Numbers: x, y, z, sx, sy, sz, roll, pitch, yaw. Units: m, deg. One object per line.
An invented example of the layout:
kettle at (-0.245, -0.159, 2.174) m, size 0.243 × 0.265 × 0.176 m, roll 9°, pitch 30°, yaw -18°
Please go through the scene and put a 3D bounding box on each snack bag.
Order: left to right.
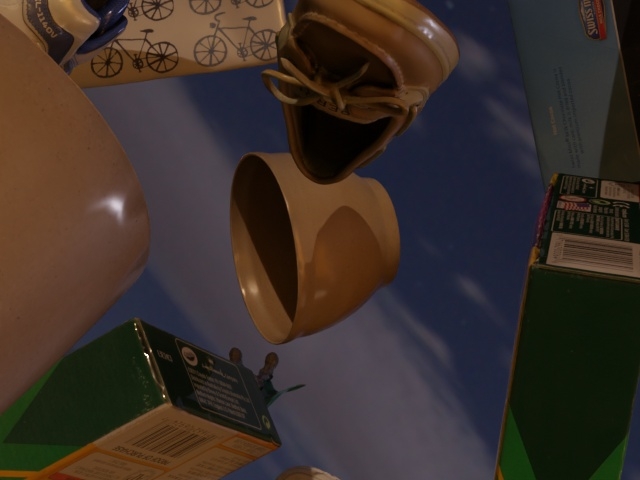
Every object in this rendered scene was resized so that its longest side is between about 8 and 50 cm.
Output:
snack bag at (-0.200, -0.322, 1.378) m, size 0.037 × 0.323 × 0.342 m, roll -22°, pitch 106°, yaw -81°

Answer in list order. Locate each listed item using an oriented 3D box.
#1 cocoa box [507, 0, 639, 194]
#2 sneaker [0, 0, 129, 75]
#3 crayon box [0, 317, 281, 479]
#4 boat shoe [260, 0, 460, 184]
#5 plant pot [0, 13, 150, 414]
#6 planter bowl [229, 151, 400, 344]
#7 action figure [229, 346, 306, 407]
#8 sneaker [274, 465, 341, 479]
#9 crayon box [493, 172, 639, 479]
cocoa box at (0.385, -0.148, 1.606) m, size 0.228 × 0.231 × 0.347 m, roll -9°, pitch -86°, yaw 36°
sneaker at (-0.199, -0.169, 1.086) m, size 0.296 × 0.131 × 0.111 m, roll -87°, pitch 158°, yaw -74°
crayon box at (-0.220, 0.190, 1.145) m, size 0.083 × 0.323 × 0.203 m, roll 66°, pitch 13°, yaw 25°
boat shoe at (0.021, -0.097, 0.905) m, size 0.105 × 0.089 × 0.285 m, roll 32°, pitch -7°, yaw 8°
plant pot at (-0.260, 0.041, 0.667) m, size 0.257 × 0.274 × 0.256 m, roll 21°, pitch -35°, yaw 16°
planter bowl at (0.000, 0.000, 1.194) m, size 0.162 × 0.109 × 0.162 m, roll 172°, pitch -90°, yaw -68°
action figure at (-0.114, 0.183, 1.620) m, size 0.232 × 0.137 × 0.063 m, roll -44°, pitch 135°, yaw -68°
sneaker at (0.039, 0.421, 1.929) m, size 0.292 × 0.110 × 0.118 m, roll 46°, pitch 0°, yaw 19°
crayon box at (0.222, 0.130, 1.258) m, size 0.363 × 0.106 × 0.313 m, roll -50°, pitch 147°, yaw -71°
